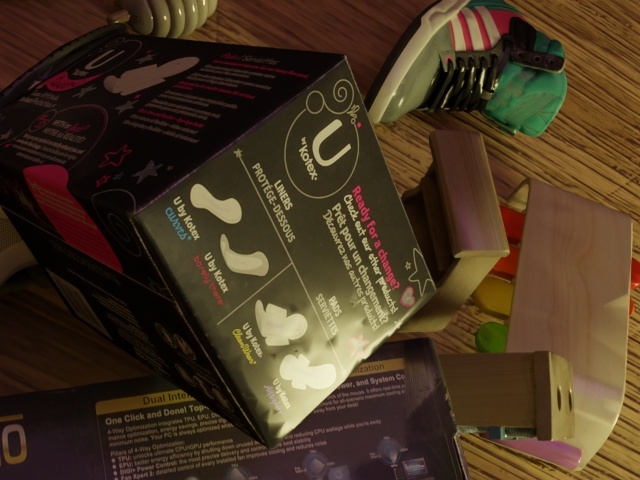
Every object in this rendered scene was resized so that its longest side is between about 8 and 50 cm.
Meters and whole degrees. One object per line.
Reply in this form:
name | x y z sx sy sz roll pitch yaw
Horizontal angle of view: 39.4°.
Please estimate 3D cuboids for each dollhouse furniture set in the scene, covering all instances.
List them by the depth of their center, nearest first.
dollhouse furniture set | 0.130 0.185 0.707 0.129 0.129 0.184 25 63 -64
dollhouse furniture set | 0.000 0.000 0.711 0.242 0.161 0.212 -1 61 -14

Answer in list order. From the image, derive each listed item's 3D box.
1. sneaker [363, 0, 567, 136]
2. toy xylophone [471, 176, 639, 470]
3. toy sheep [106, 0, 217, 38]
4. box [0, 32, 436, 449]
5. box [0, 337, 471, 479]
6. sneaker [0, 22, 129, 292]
sneaker | 0.176 -0.174 0.992 0.178 0.124 0.295 37 48 7
toy xylophone | 0.208 0.049 0.888 0.236 0.081 0.323 27 52 3
toy sheep | -0.150 -0.234 0.855 0.132 0.091 0.091 -38 84 -27
box | -0.079 -0.017 0.534 0.142 0.247 0.163 -40 124 -23
box | -0.080 0.239 0.525 0.394 0.097 0.318 -6 70 -22
sneaker | -0.220 -0.041 0.686 0.146 0.122 0.330 48 46 -20
